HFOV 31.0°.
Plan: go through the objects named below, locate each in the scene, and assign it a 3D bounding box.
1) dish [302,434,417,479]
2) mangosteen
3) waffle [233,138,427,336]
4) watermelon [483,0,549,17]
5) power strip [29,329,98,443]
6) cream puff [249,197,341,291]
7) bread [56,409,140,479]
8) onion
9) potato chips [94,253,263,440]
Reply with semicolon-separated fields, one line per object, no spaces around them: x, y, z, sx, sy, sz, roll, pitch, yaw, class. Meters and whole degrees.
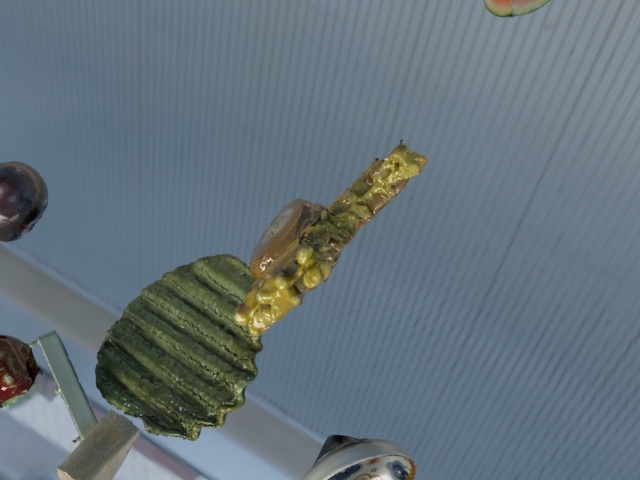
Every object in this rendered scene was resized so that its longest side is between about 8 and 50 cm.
0.029;0.248;1.286;0.141;0.141;0.078;91;158;-51;dish
-0.563;-0.075;2.051;0.152;0.152;0.152;24;145;18;mangosteen
0.000;0.000;1.488;0.069;0.293;0.260;46;145;-2;waffle
0.270;-0.356;1.555;0.125;0.135;0.094;4;142;16;watermelon
-0.489;0.281;2.209;0.216;0.061;0.145;67;165;2;power strip
-0.031;0.017;1.786;0.115;0.165;0.150;43;-171;-17;cream puff
-0.384;0.387;2.014;0.077;0.152;0.105;33;148;19;bread
-0.510;0.201;1.848;0.118;0.118;0.117;47;177;-16;onion
-0.254;0.181;2.142;0.429;0.359;0.070;22;169;48;potato chips
